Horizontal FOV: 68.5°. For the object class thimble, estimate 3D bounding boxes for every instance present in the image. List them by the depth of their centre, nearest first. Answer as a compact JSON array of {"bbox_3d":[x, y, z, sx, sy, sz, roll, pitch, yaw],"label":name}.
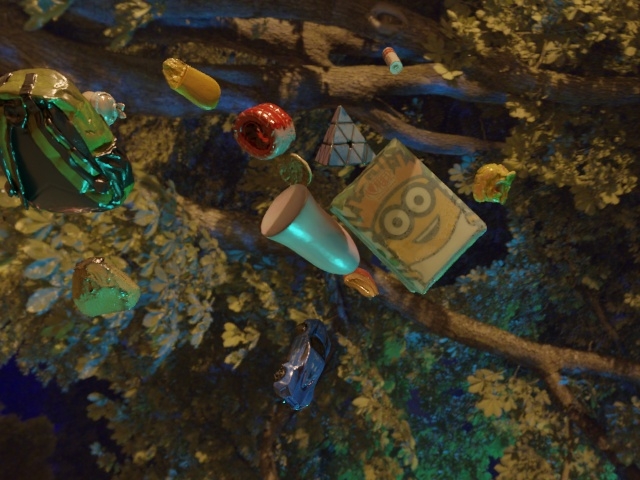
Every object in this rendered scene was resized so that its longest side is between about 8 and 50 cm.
[{"bbox_3d":[-0.186,-0.366,1.580,0.189,0.125,0.163,27,-52,17],"label":"thimble"}]

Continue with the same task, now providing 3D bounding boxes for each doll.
[{"bbox_3d":[-0.491,-0.290,1.044,0.084,0.127,0.073,-150,-113,-82],"label":"doll"}]

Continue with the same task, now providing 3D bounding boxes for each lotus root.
[{"bbox_3d":[-0.516,0.110,1.091,0.070,0.142,0.144,-95,170,-53],"label":"lotus root"}]

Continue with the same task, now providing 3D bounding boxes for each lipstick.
[{"bbox_3d":[0.212,-0.534,1.394,0.131,0.038,0.038,-96,-157,-52],"label":"lipstick"}]

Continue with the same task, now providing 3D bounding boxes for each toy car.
[{"bbox_3d":[-0.029,0.267,1.043,0.063,0.216,0.103,-12,-53,38],"label":"toy car"}]

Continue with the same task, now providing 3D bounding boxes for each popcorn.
[{"bbox_3d":[0.436,-0.143,1.193,0.097,0.109,0.089,62,4,-22],"label":"popcorn"}]

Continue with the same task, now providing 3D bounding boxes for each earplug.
[{"bbox_3d":[0.000,0.000,1.319,0.172,0.172,0.301,-12,-42,47],"label":"earplug"}]

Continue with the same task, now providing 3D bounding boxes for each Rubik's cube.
[{"bbox_3d":[0.055,-0.306,1.390,0.211,0.190,0.178,2,-73,16],"label":"Rubik's cube"}]

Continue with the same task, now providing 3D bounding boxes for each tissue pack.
[{"bbox_3d":[0.206,-0.056,1.135,0.311,0.228,0.128,45,-4,-1],"label":"tissue pack"}]

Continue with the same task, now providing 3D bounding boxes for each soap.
[{"bbox_3d":[-0.346,-0.418,1.265,0.033,0.168,0.089,4,-103,52],"label":"soap"}]

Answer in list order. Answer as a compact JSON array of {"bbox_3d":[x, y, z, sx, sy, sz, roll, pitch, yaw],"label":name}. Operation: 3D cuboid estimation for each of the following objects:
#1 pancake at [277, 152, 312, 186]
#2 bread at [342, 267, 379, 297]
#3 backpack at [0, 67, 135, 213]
[{"bbox_3d":[-0.090,-0.238,1.629,0.139,0.022,0.140,21,-43,21],"label":"pancake"},{"bbox_3d":[0.145,0.145,1.723,0.067,0.119,0.192,-64,-167,9],"label":"bread"},{"bbox_3d":[-0.447,-0.154,0.792,0.206,0.140,0.253,-3,-47,10],"label":"backpack"}]
